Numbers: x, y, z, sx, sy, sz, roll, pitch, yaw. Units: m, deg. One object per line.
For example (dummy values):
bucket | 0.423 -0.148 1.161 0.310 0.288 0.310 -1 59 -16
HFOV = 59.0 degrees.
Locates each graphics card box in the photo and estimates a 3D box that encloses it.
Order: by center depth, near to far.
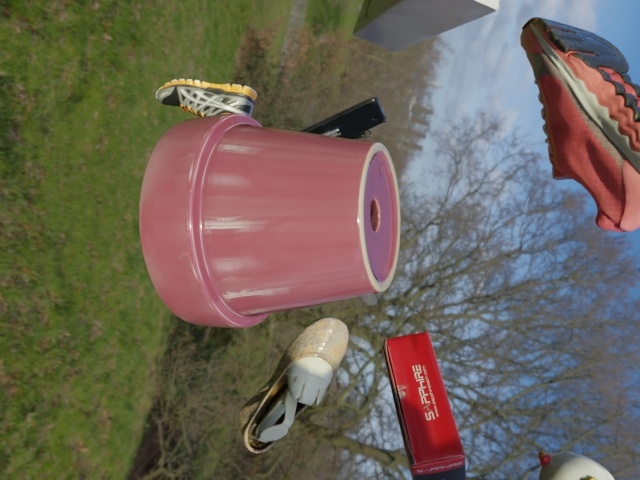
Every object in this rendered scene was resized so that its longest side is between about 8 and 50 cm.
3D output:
graphics card box | 0.198 0.365 1.051 0.371 0.094 0.233 75 4 -46

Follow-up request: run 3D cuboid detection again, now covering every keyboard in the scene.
keyboard | 0.015 -0.189 0.965 0.100 0.192 0.038 46 25 -63

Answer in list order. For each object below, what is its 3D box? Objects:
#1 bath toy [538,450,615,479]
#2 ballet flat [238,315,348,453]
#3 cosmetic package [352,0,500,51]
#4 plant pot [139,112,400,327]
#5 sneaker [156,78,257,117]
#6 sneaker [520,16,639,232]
bath toy | 0.261 0.426 0.810 0.348 0.151 0.129 -45 -175 5
ballet flat | -0.045 0.278 1.032 0.316 0.107 0.106 -55 -160 23
cosmetic package | 0.096 -0.241 0.511 0.239 0.060 0.099 -136 -118 -75
plant pot | -0.029 -0.018 0.515 0.201 0.180 0.201 0 90 -69
sneaker | -0.246 -0.291 1.206 0.084 0.214 0.083 2 93 -85
sneaker | 0.302 -0.143 0.668 0.136 0.115 0.314 -59 -142 43
